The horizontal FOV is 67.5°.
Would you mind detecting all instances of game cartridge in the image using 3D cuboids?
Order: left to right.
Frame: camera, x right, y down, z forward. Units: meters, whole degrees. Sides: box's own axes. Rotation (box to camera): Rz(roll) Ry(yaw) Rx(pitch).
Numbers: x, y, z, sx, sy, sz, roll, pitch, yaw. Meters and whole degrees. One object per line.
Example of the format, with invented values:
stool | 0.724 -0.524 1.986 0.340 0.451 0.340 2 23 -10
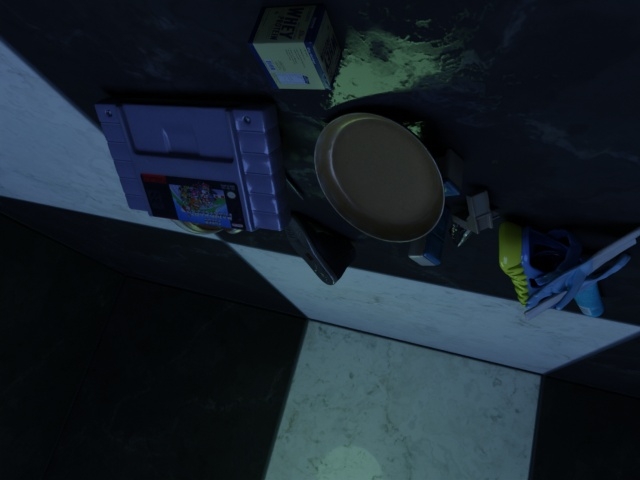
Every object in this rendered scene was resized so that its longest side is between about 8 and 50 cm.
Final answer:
game cartridge | -0.231 -0.136 0.866 0.355 0.068 0.230 8 120 22

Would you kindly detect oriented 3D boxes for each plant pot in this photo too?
plant pot | 0.095 -0.101 0.773 0.236 0.032 0.236 25 139 24

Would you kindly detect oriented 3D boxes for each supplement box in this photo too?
supplement box | -0.028 -0.233 0.585 0.083 0.056 0.083 9 161 22

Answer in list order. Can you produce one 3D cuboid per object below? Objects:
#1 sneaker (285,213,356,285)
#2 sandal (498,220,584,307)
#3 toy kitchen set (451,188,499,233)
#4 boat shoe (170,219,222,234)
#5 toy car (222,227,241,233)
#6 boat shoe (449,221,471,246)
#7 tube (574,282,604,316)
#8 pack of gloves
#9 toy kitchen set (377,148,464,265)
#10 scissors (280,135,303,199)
sneaker | 0.000 0.000 1.270 0.083 0.118 0.222 -7 122 53
sandal | 0.464 0.062 0.970 0.138 0.126 0.317 -3 157 34
toy kitchen set | 0.289 -0.066 0.880 0.083 0.068 0.075 -133 23 -66
boat shoe | -0.307 -0.102 1.140 0.117 0.123 0.324 -22 158 23
toy car | -0.204 -0.119 0.982 0.188 0.148 0.155 41 162 -29
boat shoe | 0.292 -0.021 0.991 0.042 0.049 0.133 40 177 17
tube | 0.623 0.120 1.130 0.080 0.052 0.207 -5 149 38
pack of gloves | 0.495 0.087 0.899 0.232 0.046 0.195 -34 148 11
toy kitchen set | 0.204 -0.047 0.845 0.166 0.122 0.207 -3 155 46
scissors | -0.105 -0.155 0.967 0.109 0.021 0.297 11 164 12
